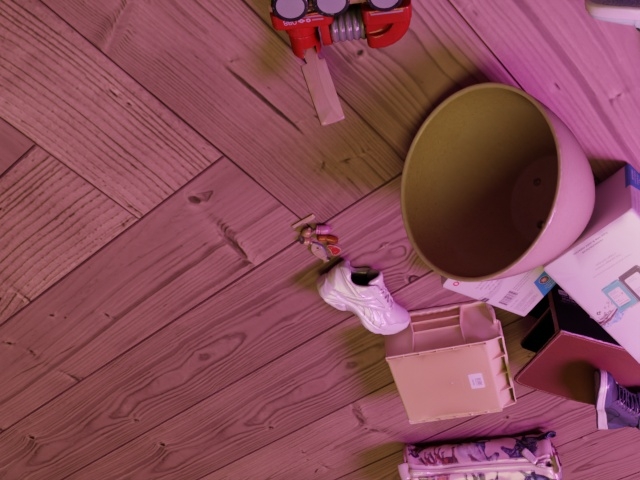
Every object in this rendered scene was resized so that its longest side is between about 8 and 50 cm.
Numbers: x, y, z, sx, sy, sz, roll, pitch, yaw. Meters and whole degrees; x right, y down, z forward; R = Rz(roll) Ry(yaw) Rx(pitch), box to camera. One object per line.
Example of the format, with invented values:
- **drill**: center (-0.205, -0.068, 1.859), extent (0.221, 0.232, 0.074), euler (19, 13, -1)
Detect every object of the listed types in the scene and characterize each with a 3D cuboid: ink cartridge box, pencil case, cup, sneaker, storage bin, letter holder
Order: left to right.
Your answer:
- **sneaker**: center (0.111, 0.119, 1.719), extent (0.232, 0.090, 0.115), euler (28, 124, -23)
- **storage bin**: center (0.292, 0.278, 1.837), extent (0.261, 0.123, 0.262), euler (-11, 131, 11)
- **pencil case**: center (0.413, 0.590, 2.092), extent (0.411, 0.159, 0.183), euler (-8, 149, 10)
- **ink cartridge box**: center (0.366, 0.054, 1.648), extent (0.203, 0.085, 0.148), euler (21, 131, -15)
- **cup**: center (0.338, -0.083, 1.401), extent (0.237, 0.331, 0.331), euler (9, 138, -40)
- **letter holder**: center (0.588, 0.236, 1.769), extent (0.302, 0.152, 0.214), euler (15, 134, -12)
- **ink cartridge box**: center (0.583, 0.043, 1.502), extent (0.270, 0.198, 0.197), euler (43, 124, -9)
- **sneaker**: center (0.654, 0.332, 1.683), extent (0.164, 0.086, 0.226), euler (-2, 148, 22)
- **sneaker**: center (0.534, -0.322, 1.289), extent (0.256, 0.094, 0.151), euler (5, 136, -1)

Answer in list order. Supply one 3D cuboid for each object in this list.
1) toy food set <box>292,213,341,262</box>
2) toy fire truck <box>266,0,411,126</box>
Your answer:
- **toy food set**: center (0.000, 0.000, 1.656), extent (0.078, 0.019, 0.122), euler (-29, 126, 26)
- **toy fire truck**: center (0.037, -0.325, 1.281), extent (0.217, 0.158, 0.246), euler (-5, 144, 6)
